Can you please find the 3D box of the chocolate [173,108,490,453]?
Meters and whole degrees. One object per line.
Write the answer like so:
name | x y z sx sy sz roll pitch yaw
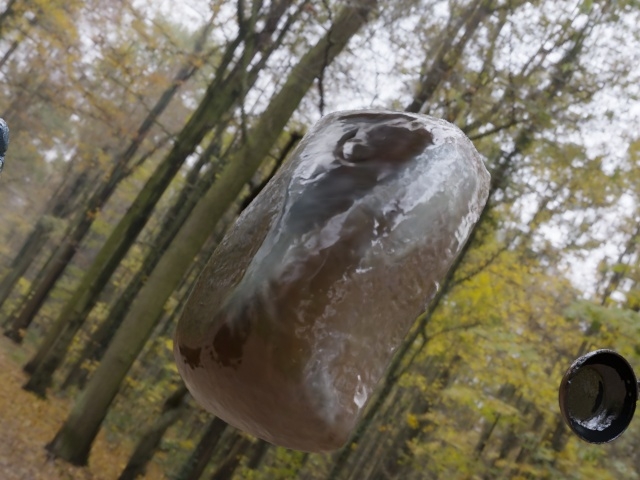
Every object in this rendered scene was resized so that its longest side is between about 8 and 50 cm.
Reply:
chocolate | -0.002 -0.001 0.543 0.157 0.254 0.080 12 -31 42

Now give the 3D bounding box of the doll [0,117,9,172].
doll | -0.431 -0.122 1.054 0.076 0.083 0.050 15 19 10

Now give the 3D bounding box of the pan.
pan | 0.222 0.110 0.612 0.115 0.068 0.023 -7 3 -21
